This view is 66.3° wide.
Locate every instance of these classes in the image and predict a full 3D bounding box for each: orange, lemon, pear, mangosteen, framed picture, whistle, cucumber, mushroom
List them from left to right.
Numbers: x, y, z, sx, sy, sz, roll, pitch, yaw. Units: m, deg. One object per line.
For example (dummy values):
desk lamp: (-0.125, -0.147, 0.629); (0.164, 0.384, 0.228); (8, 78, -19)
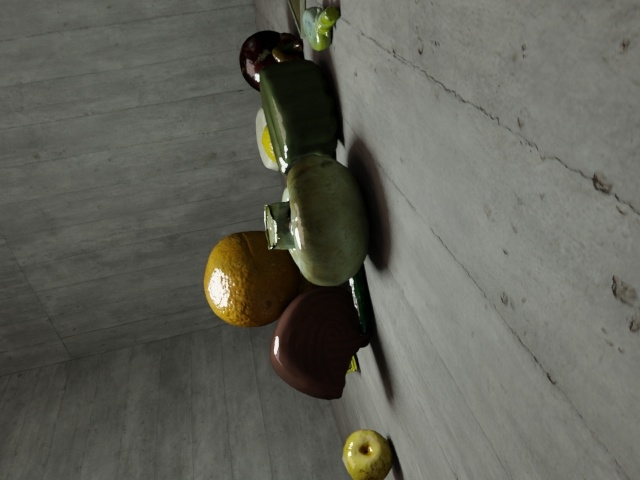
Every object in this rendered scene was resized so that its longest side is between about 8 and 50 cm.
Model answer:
orange: (-0.233, 0.120, 1.638); (0.357, 0.322, 0.322); (-138, 35, -59)
mangosteen: (-0.159, -0.636, 1.725); (0.265, 0.228, 0.228); (-12, 90, 45)
lemon: (-0.125, -0.379, 1.847); (0.231, 0.192, 0.192); (-120, 18, -45)
framed picture: (-0.094, -0.843, 1.534); (0.247, 0.022, 0.335); (91, 165, -60)
mushroom: (-0.011, -0.050, 1.268); (0.352, 0.260, 0.352); (173, 90, -79)
whistle: (0.007, -0.532, 1.199); (0.104, 0.057, 0.198); (69, 168, -14)
cucumber: (0.113, 0.140, 1.442); (0.056, 0.056, 0.284); (-171, 72, -82)
pear: (0.152, 0.702, 1.581); (0.178, 0.178, 0.178); (168, 90, -82)

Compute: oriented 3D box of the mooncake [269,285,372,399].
mooncake: (0.006, 0.311, 1.487); (0.334, 0.325, 0.174); (64, 156, 20)

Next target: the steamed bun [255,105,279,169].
steamed bun: (-0.167, -0.447, 2.090); (0.283, 0.177, 0.283); (169, 90, -75)

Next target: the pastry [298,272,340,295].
pastry: (-0.007, 0.175, 1.830); (0.237, 0.170, 0.256); (-55, -7, -48)

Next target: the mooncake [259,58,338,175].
mooncake: (-0.063, -0.360, 1.457); (0.351, 0.187, 0.351); (165, 90, -85)

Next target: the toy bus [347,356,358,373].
toy bus: (0.099, 0.483, 1.984); (0.226, 0.074, 0.081); (131, 127, -82)
